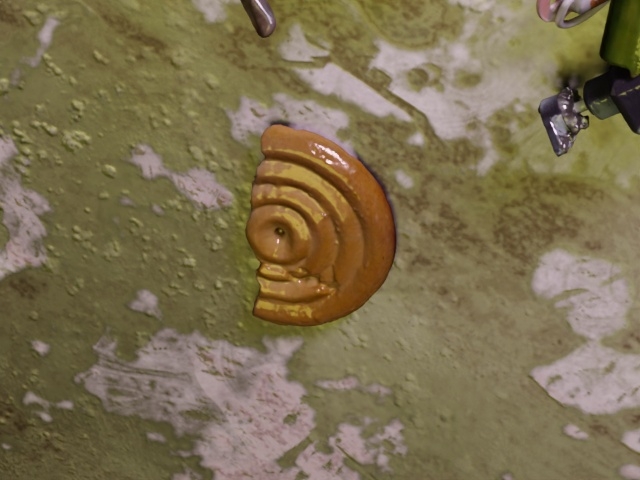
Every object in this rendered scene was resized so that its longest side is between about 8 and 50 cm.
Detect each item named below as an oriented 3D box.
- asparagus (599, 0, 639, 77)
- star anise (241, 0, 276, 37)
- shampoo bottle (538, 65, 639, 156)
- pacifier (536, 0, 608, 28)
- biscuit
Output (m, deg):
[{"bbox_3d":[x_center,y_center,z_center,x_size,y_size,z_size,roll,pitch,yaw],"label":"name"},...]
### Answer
[{"bbox_3d":[0.264,-0.260,1.205,0.060,0.067,0.278,5,124,-3],"label":"asparagus"},{"bbox_3d":[0.054,-0.339,1.177,0.315,0.139,0.360,-3,106,20],"label":"star anise"},{"bbox_3d":[0.317,-0.155,1.279,0.309,0.098,0.071,-22,120,28],"label":"shampoo bottle"},{"bbox_3d":[0.204,-0.218,1.294,0.078,0.099,0.081,49,155,26],"label":"pacifier"},{"bbox_3d":[0.000,0.001,1.515,0.144,0.033,0.224,13,126,8],"label":"biscuit"}]
